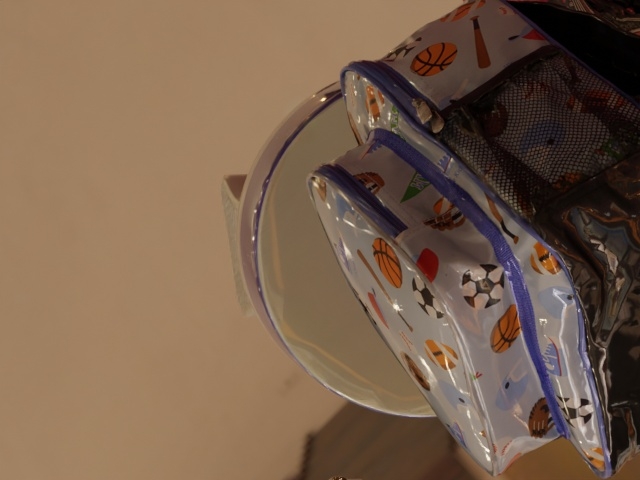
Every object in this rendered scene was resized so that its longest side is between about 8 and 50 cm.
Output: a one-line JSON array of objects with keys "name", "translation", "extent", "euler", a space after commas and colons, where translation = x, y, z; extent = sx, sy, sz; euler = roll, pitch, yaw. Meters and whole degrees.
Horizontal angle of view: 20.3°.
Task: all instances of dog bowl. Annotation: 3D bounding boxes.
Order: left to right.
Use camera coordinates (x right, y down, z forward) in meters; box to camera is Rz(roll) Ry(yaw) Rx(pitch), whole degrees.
[{"name": "dog bowl", "translation": [0.072, -0.001, 1.364], "extent": [0.265, 0.265, 0.104], "euler": [42, 178, -11]}]

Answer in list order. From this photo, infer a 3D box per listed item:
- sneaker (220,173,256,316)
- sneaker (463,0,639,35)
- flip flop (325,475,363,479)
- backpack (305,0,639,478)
[{"name": "sneaker", "translation": [0.000, 0.000, 1.588], "extent": [0.366, 0.150, 0.135], "euler": [-150, 53, -78]}, {"name": "sneaker", "translation": [0.203, -0.157, 1.296], "extent": [0.121, 0.112, 0.299], "euler": [45, -166, 27]}, {"name": "flip flop", "translation": [0.028, 0.239, 1.487], "extent": [0.080, 0.277, 0.112], "euler": [-44, -57, -65]}, {"name": "backpack", "translation": [0.115, -0.009, 1.074], "extent": [0.263, 0.213, 0.276], "euler": [-121, 12, -47]}]
